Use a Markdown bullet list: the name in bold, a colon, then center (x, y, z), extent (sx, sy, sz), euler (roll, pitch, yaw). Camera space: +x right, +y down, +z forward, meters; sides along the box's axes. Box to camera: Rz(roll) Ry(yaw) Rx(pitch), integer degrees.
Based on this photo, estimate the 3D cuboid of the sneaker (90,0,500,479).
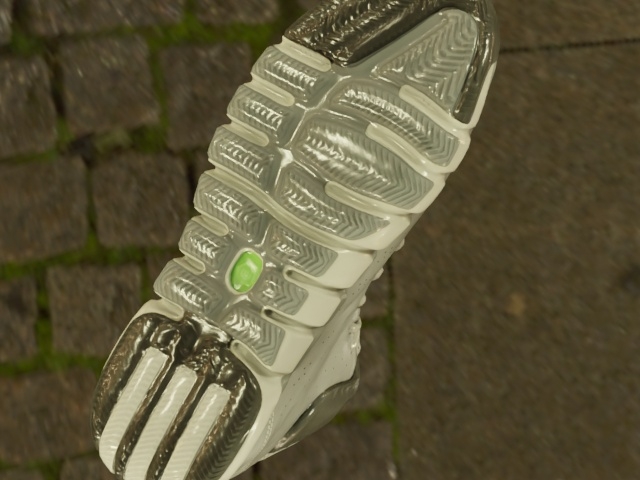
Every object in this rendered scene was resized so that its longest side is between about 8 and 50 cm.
- **sneaker**: center (0.000, 0.000, 0.765), extent (0.086, 0.132, 0.229), euler (36, 94, 17)
